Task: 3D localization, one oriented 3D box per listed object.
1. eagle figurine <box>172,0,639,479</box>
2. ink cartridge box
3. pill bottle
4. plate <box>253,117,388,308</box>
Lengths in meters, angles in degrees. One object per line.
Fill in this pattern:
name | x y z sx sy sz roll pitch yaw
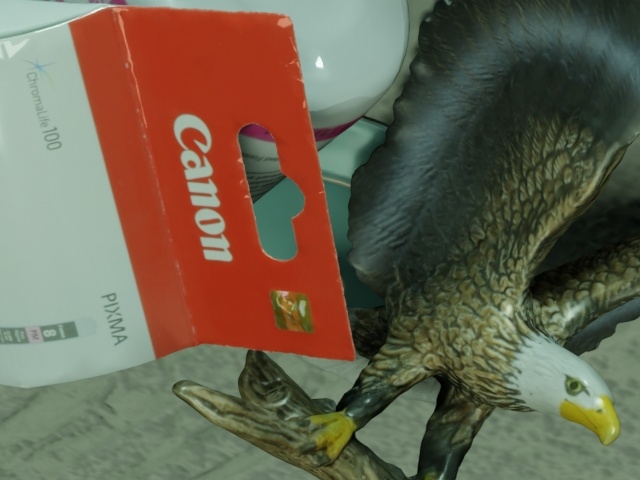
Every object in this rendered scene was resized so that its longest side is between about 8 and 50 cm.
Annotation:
eagle figurine | 0.108 0.023 0.999 0.225 0.298 0.226 40 -177 21
ink cartridge box | -0.114 -0.016 0.859 0.232 0.066 0.189 9 131 26
pill bottle | -0.101 -0.064 0.961 0.160 0.160 0.283 33 136 -20
plate | 0.000 0.000 1.109 0.188 0.024 0.188 8 139 7
